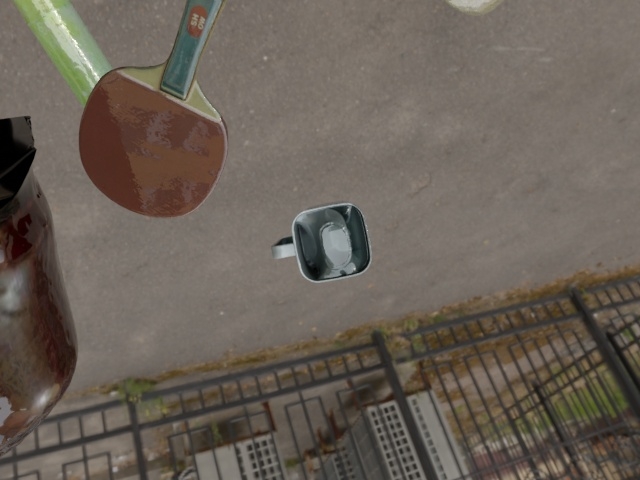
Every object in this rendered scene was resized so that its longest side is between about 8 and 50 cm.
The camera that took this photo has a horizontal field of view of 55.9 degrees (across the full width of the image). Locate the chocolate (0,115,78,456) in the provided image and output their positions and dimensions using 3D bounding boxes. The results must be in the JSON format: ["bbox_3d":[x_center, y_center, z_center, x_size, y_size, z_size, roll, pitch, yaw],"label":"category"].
[{"bbox_3d":[-0.435,0.088,0.678,0.383,0.384,0.332,-19,125,-2],"label":"chocolate"}]

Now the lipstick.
[{"bbox_3d":[-0.359,-0.265,0.914,0.076,0.076,0.304,-24,118,7],"label":"lipstick"}]

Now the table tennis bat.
[{"bbox_3d":[-0.158,-0.130,0.612,0.154,0.021,0.274,24,126,-12],"label":"table tennis bat"}]

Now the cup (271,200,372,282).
[{"bbox_3d":[0.000,0.000,0.813,0.128,0.095,0.129,-12,-174,3],"label":"cup"}]

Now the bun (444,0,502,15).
[{"bbox_3d":[0.230,-0.496,0.929,0.281,0.282,0.205,-6,165,-24],"label":"bun"}]
